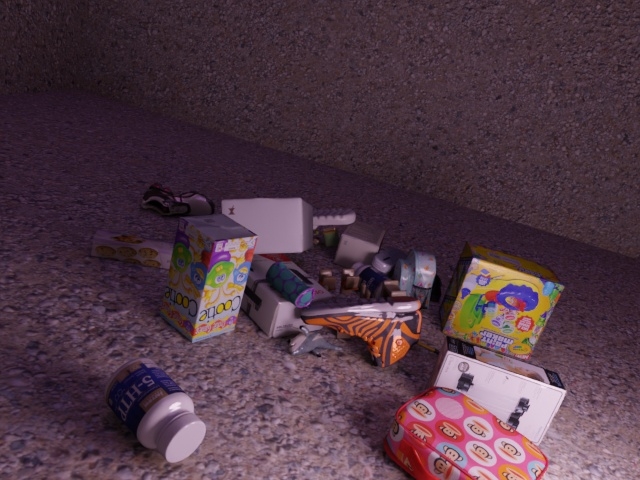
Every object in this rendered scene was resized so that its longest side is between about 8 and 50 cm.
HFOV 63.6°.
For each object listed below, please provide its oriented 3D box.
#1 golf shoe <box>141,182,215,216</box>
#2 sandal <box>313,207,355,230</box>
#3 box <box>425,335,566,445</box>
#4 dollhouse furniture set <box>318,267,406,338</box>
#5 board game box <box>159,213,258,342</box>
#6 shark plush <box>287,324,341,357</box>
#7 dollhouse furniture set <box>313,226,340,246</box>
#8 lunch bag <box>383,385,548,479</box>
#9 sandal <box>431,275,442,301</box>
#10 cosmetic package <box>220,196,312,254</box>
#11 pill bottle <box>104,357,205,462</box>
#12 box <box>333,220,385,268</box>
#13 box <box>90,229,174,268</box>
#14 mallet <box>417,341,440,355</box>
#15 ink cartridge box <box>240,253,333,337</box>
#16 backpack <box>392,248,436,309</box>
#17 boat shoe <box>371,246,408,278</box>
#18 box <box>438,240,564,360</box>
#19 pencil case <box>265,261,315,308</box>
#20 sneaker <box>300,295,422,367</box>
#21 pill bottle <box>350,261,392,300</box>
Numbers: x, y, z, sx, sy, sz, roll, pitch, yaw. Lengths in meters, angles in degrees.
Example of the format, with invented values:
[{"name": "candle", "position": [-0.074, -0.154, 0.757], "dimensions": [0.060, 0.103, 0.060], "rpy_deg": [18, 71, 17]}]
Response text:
[{"name": "golf shoe", "position": [-0.538, -0.128, 1.952], "dimensions": [0.273, 0.105, 0.120], "rpy_deg": [12, 36, 4]}, {"name": "sandal", "position": [-0.066, -0.062, 2.080], "dimensions": [0.417, 0.102, 0.169], "rpy_deg": [-2, 18, 12]}, {"name": "box", "position": [0.423, 0.369, 1.274], "dimensions": [0.290, 0.169, 0.087], "rpy_deg": [17, 18, 6]}, {"name": "dollhouse furniture set", "position": [0.125, 0.203, 1.584], "dimensions": [0.259, 0.135, 0.262], "rpy_deg": [-1, 24, -14]}, {"name": "board game box", "position": [-0.281, 0.090, 1.290], "dimensions": [0.142, 0.275, 0.144], "rpy_deg": [30, 24, 32]}, {"name": "shark plush", "position": [-0.019, 0.283, 1.360], "dimensions": [0.161, 0.073, 0.067], "rpy_deg": [27, 30, -40]}, {"name": "dollhouse furniture set", "position": [0.000, 0.000, 1.982], "dimensions": [0.152, 0.076, 0.058], "rpy_deg": [-12, 17, 6]}, {"name": "lunch bag", "position": [0.285, 0.438, 1.048], "dimensions": [0.293, 0.120, 0.258], "rpy_deg": [31, 25, 34]}, {"name": "sandal", "position": [0.429, 0.157, 1.987], "dimensions": [0.097, 0.054, 0.254], "rpy_deg": [16, 20, -2]}, {"name": "cosmetic package", "position": [-0.149, -0.043, 1.645], "dimensions": [0.230, 0.161, 0.453], "rpy_deg": [-2, 0, 4]}, {"name": "pill bottle", "position": [-0.298, 0.309, 0.941], "dimensions": [0.187, 0.112, 0.112], "rpy_deg": [30, 24, 33]}, {"name": "box", "position": [0.157, 0.023, 2.024], "dimensions": [0.149, 0.126, 0.232], "rpy_deg": [20, 21, 8]}, {"name": "box", "position": [-0.514, 0.035, 1.557], "dimensions": [0.324, 0.067, 0.063], "rpy_deg": [12, 21, -14]}, {"name": "mallet", "position": [0.325, 0.323, 1.509], "dimensions": [0.190, 0.039, 0.062], "rpy_deg": [27, 22, 16]}, {"name": "ink cartridge box", "position": [-0.127, 0.148, 1.491], "dimensions": [0.197, 0.114, 0.273], "rpy_deg": [-3, 29, -41]}, {"name": "backpack", "position": [0.330, 0.124, 1.804], "dimensions": [0.145, 0.188, 0.166], "rpy_deg": [15, 21, -5]}, {"name": "boat shoe", "position": [0.255, 0.093, 1.958], "dimensions": [0.109, 0.094, 0.302], "rpy_deg": [41, 22, 22]}, {"name": "box", "position": [0.576, 0.192, 1.688], "dimensions": [0.290, 0.279, 0.177], "rpy_deg": [17, 20, 3]}, {"name": "pencil case", "position": [-0.079, 0.116, 1.360], "dimensions": [0.070, 0.064, 0.152], "rpy_deg": [-21, 40, -33]}, {"name": "sneaker", "position": [0.110, 0.247, 1.360], "dimensions": [0.321, 0.180, 0.124], "rpy_deg": [-2, 5, 2]}, {"name": "pill bottle", "position": [0.176, 0.143, 1.772], "dimensions": [0.094, 0.094, 0.169], "rpy_deg": [-1, 26, -39]}]
